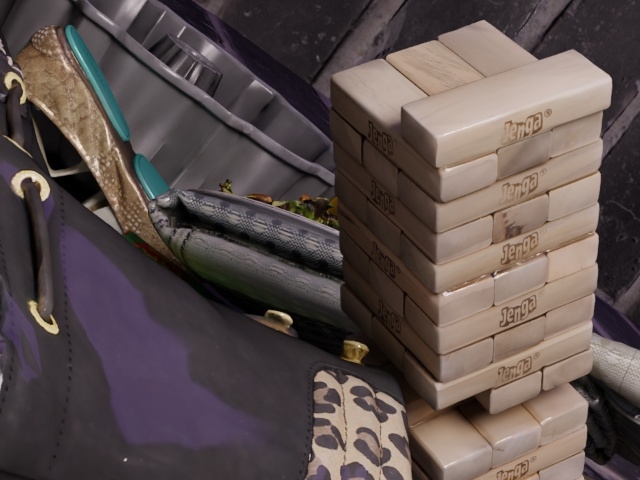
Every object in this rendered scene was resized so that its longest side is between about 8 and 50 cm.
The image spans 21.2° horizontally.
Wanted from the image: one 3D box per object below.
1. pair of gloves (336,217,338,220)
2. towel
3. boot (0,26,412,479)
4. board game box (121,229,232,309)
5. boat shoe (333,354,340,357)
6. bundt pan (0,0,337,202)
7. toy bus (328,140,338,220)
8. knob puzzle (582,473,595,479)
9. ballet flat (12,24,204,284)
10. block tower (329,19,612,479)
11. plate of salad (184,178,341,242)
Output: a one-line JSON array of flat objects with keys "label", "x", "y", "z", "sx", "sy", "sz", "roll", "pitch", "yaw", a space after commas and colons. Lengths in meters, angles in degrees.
[{"label": "pair of gloves", "x": 0.087, "y": 0.031, "z": 1.434, "sx": 0.204, "sy": 0.042, "sz": 0.240, "roll": 58, "pitch": 24, "yaw": -21}, {"label": "towel", "x": 0.071, "y": 0.075, "z": 1.104, "sx": 0.324, "sy": 0.056, "sz": 0.312, "roll": 19, "pitch": -11, "yaw": 16}, {"label": "boot", "x": -0.112, "y": 0.023, "z": 0.776, "sx": 0.284, "sy": 0.138, "sz": 0.377, "roll": 33, "pitch": 14, "yaw": -21}, {"label": "board game box", "x": -0.065, "y": 0.070, "z": 1.029, "sx": 0.181, "sy": 0.043, "sz": 0.092, "roll": 38, "pitch": 8, "yaw": 0}, {"label": "boat shoe", "x": 0.024, "y": 0.080, "z": 1.319, "sx": 0.137, "sy": 0.049, "sz": 0.043, "roll": 32, "pitch": 7, "yaw": -7}, {"label": "bundt pan", "x": -0.133, "y": -0.099, "z": 1.354, "sx": 0.331, "sy": 0.124, "sz": 0.331, "roll": 36, "pitch": 9, "yaw": -6}, {"label": "toy bus", "x": 0.048, "y": 0.002, "z": 1.593, "sx": 0.104, "sy": 0.202, "sz": 0.191, "roll": 5, "pitch": -3, "yaw": 26}, {"label": "knob puzzle", "x": 0.217, "y": 0.219, "z": 1.355, "sx": 0.213, "sy": 0.030, "sz": 0.213, "roll": 26, "pitch": 4, "yaw": -2}, {"label": "ballet flat", "x": -0.150, "y": -0.049, "z": 1.178, "sx": 0.206, "sy": 0.067, "sz": 0.073, "roll": 60, "pitch": 7, "yaw": -9}, {"label": "block tower", "x": 0.069, "y": 0.055, "z": 0.825, "sx": 0.097, "sy": 0.091, "sz": 0.335, "roll": 46, "pitch": -32, "yaw": 43}, {"label": "plate of salad", "x": 0.000, "y": 0.000, "z": 1.164, "sx": 0.200, "sy": 0.048, "sz": 0.200, "roll": 22, "pitch": -9, "yaw": 4}]
